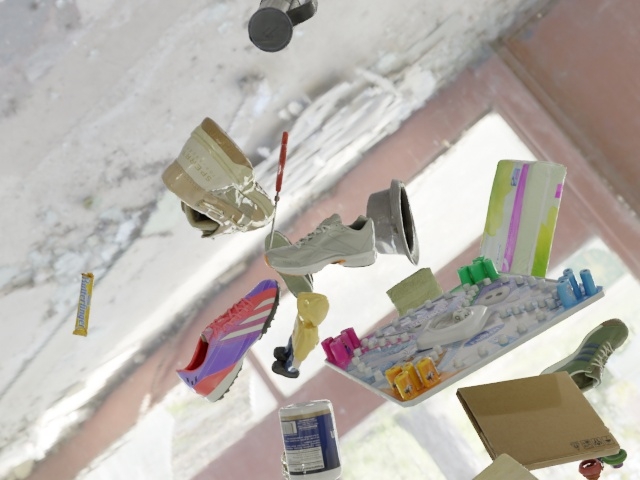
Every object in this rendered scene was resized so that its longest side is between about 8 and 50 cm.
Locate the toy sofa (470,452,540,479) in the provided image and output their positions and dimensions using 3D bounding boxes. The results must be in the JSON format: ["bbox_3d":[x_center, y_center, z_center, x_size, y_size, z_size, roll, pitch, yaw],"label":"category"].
[{"bbox_3d":[0.200,0.419,0.937,0.150,0.177,0.362,-30,136,-28],"label":"toy sofa"}]

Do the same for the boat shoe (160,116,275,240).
[{"bbox_3d":[-0.130,-0.056,1.087,0.098,0.109,0.302,-44,171,-6],"label":"boat shoe"}]

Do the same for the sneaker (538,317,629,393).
[{"bbox_3d":[0.480,0.223,1.557,0.192,0.064,0.086,-39,-155,3],"label":"sneaker"}]

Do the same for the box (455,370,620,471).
[{"bbox_3d":[0.331,0.275,1.352,0.201,0.164,0.021,-6,128,-18],"label":"box"}]

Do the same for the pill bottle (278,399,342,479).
[{"bbox_3d":[-0.013,0.366,1.515,0.094,0.169,0.094,-10,175,-1],"label":"pill bottle"}]

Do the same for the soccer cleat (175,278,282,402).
[{"bbox_3d":[-0.199,0.203,1.972,0.108,0.116,0.318,-6,-131,60],"label":"soccer cleat"}]

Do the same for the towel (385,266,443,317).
[{"bbox_3d":[0.266,0.148,2.467,0.148,0.110,0.027,-29,177,-9],"label":"towel"}]

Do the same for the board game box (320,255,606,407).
[{"bbox_3d":[0.225,0.138,1.531,0.390,0.050,0.390,-27,-169,-15],"label":"board game box"}]

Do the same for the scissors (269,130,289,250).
[{"bbox_3d":[-0.104,-0.125,2.199,0.021,0.109,0.297,5,119,-6],"label":"scissors"}]

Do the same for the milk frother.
[{"bbox_3d":[-0.087,-0.440,1.614,0.129,0.143,0.135,-37,-160,22],"label":"milk frother"}]

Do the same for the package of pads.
[{"bbox_3d":[0.480,-0.047,2.133,0.101,0.296,0.229,10,-175,-12],"label":"package of pads"}]

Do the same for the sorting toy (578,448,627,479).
[{"bbox_3d":[0.559,0.446,1.740,0.102,0.042,0.061,-20,-167,4],"label":"sorting toy"}]

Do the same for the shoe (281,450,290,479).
[{"bbox_3d":[-0.055,0.613,2.277,0.058,0.076,0.219,-48,139,-20],"label":"shoe"}]

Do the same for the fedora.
[{"bbox_3d":[0.209,-0.047,2.660,0.124,0.275,0.244,-9,-149,16],"label":"fedora"}]

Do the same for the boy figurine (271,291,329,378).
[{"bbox_3d":[-0.050,0.239,2.237,0.092,0.177,0.285,14,136,-8],"label":"boy figurine"}]

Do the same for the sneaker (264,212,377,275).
[{"bbox_3d":[0.000,0.000,1.930,0.262,0.099,0.121,-9,113,-22],"label":"sneaker"}]

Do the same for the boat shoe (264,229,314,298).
[{"bbox_3d":[-0.086,0.061,2.447,0.081,0.228,0.068,-19,-155,18],"label":"boat shoe"}]

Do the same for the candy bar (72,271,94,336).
[{"bbox_3d":[-0.590,0.158,2.198,0.040,0.161,0.018,5,175,14],"label":"candy bar"}]
